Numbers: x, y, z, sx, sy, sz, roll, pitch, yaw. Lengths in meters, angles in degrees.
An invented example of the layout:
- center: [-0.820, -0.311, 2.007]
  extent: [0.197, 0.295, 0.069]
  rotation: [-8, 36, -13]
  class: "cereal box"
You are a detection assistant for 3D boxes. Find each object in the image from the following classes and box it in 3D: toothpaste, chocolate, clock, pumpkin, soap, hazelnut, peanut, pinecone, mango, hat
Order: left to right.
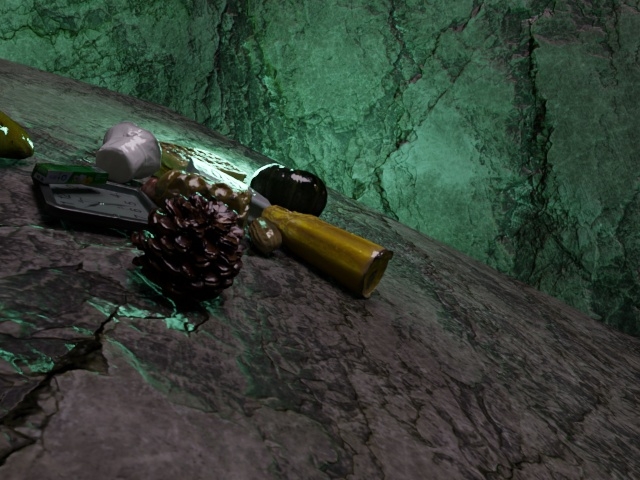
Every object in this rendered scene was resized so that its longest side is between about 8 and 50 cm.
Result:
- center: [-0.829, -0.271, 1.065]
  extent: [0.329, 0.175, 0.177]
  rotation: [-42, 111, -75]
  class: "mango"
- center: [-0.582, -0.155, 1.077]
  extent: [0.043, 0.037, 0.178]
  rotation: [30, 14, 13]
  class: "toothpaste"
- center: [-0.524, -0.088, 1.100]
  extent: [0.278, 0.049, 0.273]
  rotation: [11, 17, -41]
  class: "clock"
- center: [-0.598, -0.248, 1.391]
  extent: [0.203, 0.203, 0.126]
  rotation: [22, 35, -5]
  class: "hat"
- center: [-0.483, -0.141, 1.333]
  extent: [0.086, 0.087, 0.086]
  rotation: [22, 14, -6]
  class: "hazelnut"
- center: [-0.243, 0.007, 0.889]
  extent: [0.221, 0.222, 0.221]
  rotation: [22, 14, -6]
  class: "pinecone"
- center: [-0.316, -0.159, 1.533]
  extent: [0.289, 0.095, 0.173]
  rotation: [26, 13, -27]
  class: "soap"
- center: [-0.165, -0.019, 1.364]
  extent: [0.093, 0.083, 0.194]
  rotation: [19, 14, -21]
  class: "peanut"
- center: [-0.120, -0.164, 1.712]
  extent: [0.299, 0.208, 0.300]
  rotation: [16, -8, 2]
  class: "pumpkin"
- center: [0.000, 0.000, 1.405]
  extent: [0.445, 0.162, 0.162]
  rotation: [29, 14, 27]
  class: "chocolate"

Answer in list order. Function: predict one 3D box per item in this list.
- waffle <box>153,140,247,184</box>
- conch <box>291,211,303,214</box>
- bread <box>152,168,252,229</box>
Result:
- center: [-0.482, -0.270, 1.752]
  extent: [0.260, 0.114, 0.376]
  rotation: [33, 16, 24]
  class: "waffle"
- center: [-0.121, -0.058, 1.575]
  extent: [0.176, 0.105, 0.094]
  rotation: [19, -13, -5]
  class: "conch"
- center: [-0.325, -0.101, 1.265]
  extent: [0.267, 0.152, 0.130]
  rotation: [18, -6, -11]
  class: "bread"
